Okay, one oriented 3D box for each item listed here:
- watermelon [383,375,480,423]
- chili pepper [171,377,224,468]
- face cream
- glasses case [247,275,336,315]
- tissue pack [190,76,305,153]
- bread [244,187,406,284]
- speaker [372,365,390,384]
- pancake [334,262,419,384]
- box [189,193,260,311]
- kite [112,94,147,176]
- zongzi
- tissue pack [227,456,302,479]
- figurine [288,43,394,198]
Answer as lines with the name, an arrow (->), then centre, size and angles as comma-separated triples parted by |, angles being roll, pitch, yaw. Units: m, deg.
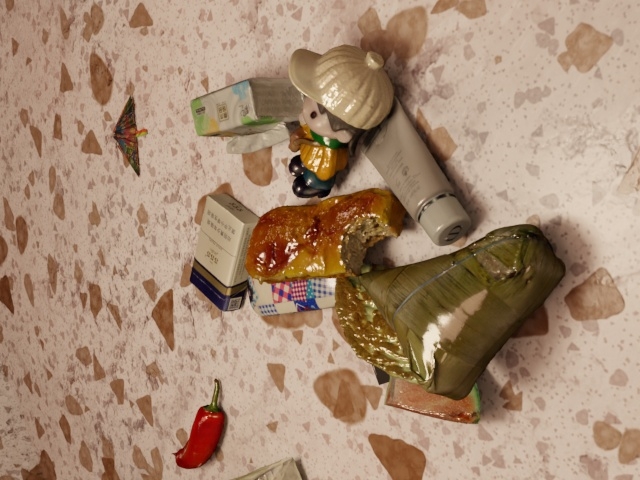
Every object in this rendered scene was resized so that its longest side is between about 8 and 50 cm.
watermelon -> 0.225, 0.267, 1.478 | 0.231, 0.128, 0.146 | 5, 73, 33
chili pepper -> -0.344, 0.549, 2.129 | 0.368, 0.091, 0.137 | -58, 46, 33
face cream -> 0.174, -0.127, 1.463 | 0.314, 0.089, 0.143 | 59, 135, 31
glasses case -> -0.056, 0.102, 1.746 | 0.327, 0.076, 0.125 | -13, 85, 47
tissue pack -> -0.161, -0.274, 1.728 | 0.229, 0.159, 0.145 | -6, 93, 47
bread -> 0.000, 0.000, 1.585 | 0.380, 0.109, 0.185 | -10, 53, 41
speaker -> 0.118, 0.203, 1.609 | 0.046, 0.040, 0.191 | -28, 76, 43
pancake -> 0.138, 0.144, 1.519 | 0.197, 0.054, 0.377 | -32, 51, 6
box -> -0.243, 0.031, 1.935 | 0.168, 0.071, 0.259 | 37, 123, 37
kite -> -0.558, -0.301, 2.251 | 0.183, 0.014, 0.241 | -2, 96, 44
zongzi -> 0.232, 0.059, 1.381 | 0.323, 0.160, 0.360 | -49, 37, 9
tissue pack -> -0.179, 0.731, 1.896 | 0.380, 0.207, 0.297 | -31, 76, 45
figurine -> 0.037, -0.238, 1.545 | 0.332, 0.204, 0.185 | 92, 168, -50
